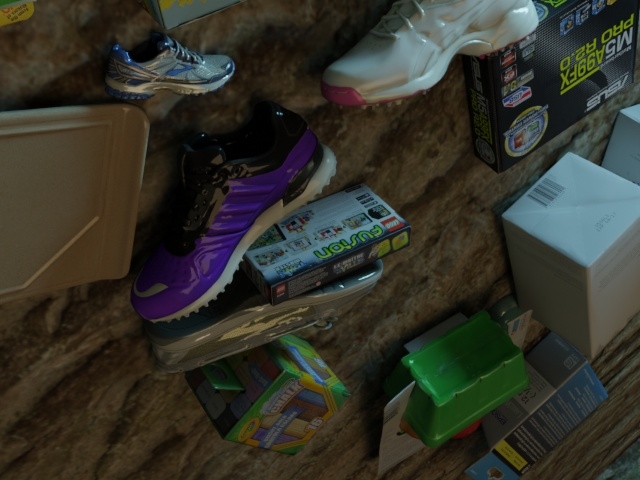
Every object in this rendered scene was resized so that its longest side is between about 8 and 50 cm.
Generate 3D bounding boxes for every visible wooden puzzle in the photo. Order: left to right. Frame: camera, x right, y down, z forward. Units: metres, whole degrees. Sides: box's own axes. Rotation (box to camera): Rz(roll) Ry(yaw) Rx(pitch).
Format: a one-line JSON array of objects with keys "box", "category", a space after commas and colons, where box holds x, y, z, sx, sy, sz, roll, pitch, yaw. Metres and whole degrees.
[{"box": [-0.298, -0.033, 0.752, 0.239, 0.044, 0.220, -11, 131, -37], "category": "wooden puzzle"}]

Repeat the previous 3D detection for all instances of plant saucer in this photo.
[{"box": [0.357, 0.155, 1.467, 0.119, 0.021, 0.119, -22, 135, -23], "category": "plant saucer"}]

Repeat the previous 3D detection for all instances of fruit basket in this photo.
[{"box": [0.237, 0.286, 1.416, 0.327, 0.165, 0.353, -28, 153, -16], "category": "fruit basket"}]

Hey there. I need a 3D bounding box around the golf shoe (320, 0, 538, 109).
[{"box": [0.119, -0.256, 0.869, 0.306, 0.115, 0.140, -32, 129, -23], "category": "golf shoe"}]

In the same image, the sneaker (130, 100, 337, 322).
[{"box": [-0.127, -0.045, 0.854, 0.293, 0.102, 0.146, -46, 136, -4], "category": "sneaker"}]

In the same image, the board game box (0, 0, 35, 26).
[{"box": [-0.306, -0.267, 0.562, 0.124, 0.039, 0.259, -24, 139, -20], "category": "board game box"}]

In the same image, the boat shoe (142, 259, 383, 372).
[{"box": [-0.069, 0.083, 0.993, 0.321, 0.118, 0.103, -21, 138, -19], "category": "boat shoe"}]

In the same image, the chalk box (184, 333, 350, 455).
[{"box": [-0.087, 0.197, 1.060, 0.132, 0.132, 0.213, -48, 141, 6], "category": "chalk box"}]

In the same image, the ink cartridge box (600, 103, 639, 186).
[{"box": [0.608, -0.110, 1.327, 0.171, 0.168, 0.232, -21, 136, -25], "category": "ink cartridge box"}]

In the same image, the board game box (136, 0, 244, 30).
[{"box": [-0.113, -0.280, 0.516, 0.144, 0.275, 0.142, -27, 137, -19], "category": "board game box"}]

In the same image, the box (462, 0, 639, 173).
[{"box": [0.329, -0.249, 1.065, 0.270, 0.060, 0.216, -33, 138, -12], "category": "box"}]

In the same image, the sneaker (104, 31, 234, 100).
[{"box": [-0.147, -0.177, 0.753, 0.135, 0.052, 0.058, -15, 128, -29], "category": "sneaker"}]

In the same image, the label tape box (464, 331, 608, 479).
[{"box": [0.455, 0.390, 1.683, 0.348, 0.115, 0.249, -42, 139, 3], "category": "label tape box"}]

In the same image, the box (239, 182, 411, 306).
[{"box": [0.000, 0.000, 0.974, 0.207, 0.114, 0.036, -22, 136, -22], "category": "box"}]

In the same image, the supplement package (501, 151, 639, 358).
[{"box": [0.447, 0.031, 1.303, 0.177, 0.175, 0.293, -42, 140, -14], "category": "supplement package"}]
